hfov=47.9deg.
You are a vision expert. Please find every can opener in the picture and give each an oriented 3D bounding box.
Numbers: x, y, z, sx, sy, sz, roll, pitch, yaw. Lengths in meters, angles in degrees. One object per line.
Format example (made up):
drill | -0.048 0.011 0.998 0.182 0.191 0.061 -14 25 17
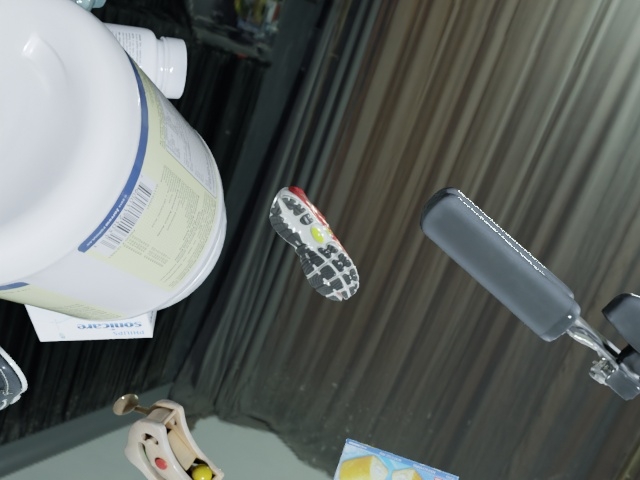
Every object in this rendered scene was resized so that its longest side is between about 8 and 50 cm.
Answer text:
can opener | 0.213 0.045 0.650 0.280 0.093 0.074 37 15 1

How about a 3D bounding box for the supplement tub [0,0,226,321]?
supplement tub | -0.225 -0.051 0.660 0.236 0.235 0.325 24 -8 13

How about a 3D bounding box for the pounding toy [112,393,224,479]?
pounding toy | -0.303 0.403 1.507 0.269 0.154 0.155 46 36 -1

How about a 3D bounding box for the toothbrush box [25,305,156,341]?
toothbrush box | -0.425 0.041 1.300 0.217 0.295 0.126 -3 41 -1

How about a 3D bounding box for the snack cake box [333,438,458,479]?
snack cake box | 0.160 0.569 1.623 0.265 0.152 0.089 17 -29 10

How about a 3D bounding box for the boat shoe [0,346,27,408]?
boat shoe | -0.726 0.325 1.607 0.114 0.302 0.091 47 54 9

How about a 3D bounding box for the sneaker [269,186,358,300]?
sneaker | 0.000 0.000 1.530 0.279 0.107 0.118 58 21 -19

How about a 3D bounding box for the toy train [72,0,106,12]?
toy train | -0.391 -0.318 0.946 0.190 0.142 0.333 0 49 8

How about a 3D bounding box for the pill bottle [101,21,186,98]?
pill bottle | -0.447 -0.391 1.582 0.283 0.160 0.160 1 22 -22
